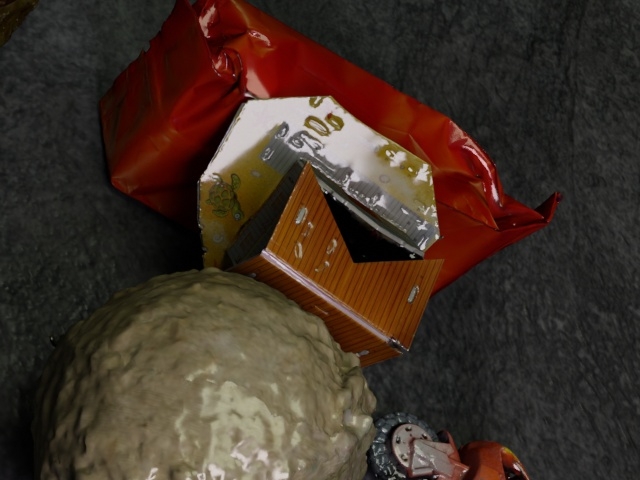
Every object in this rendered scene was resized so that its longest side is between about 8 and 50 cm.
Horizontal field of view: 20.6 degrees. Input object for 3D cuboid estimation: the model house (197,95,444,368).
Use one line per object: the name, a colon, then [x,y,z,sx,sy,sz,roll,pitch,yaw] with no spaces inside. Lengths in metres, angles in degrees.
model house: [0.000,0.000,1.477,0.219,0.207,0.136,37,7,-20]

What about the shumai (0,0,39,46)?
shumai: [-0.314,-0.286,1.528,0.222,0.203,0.272,17,50,-31]

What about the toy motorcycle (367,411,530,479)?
toy motorcycle: [0.141,0.288,1.591,0.171,0.089,0.298,0,64,-39]

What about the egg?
egg: [-0.091,0.150,1.376,0.279,0.279,0.310,45,30,-6]

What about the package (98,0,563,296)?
package: [0.005,-0.062,1.634,0.423,0.196,0.123,28,46,-21]
